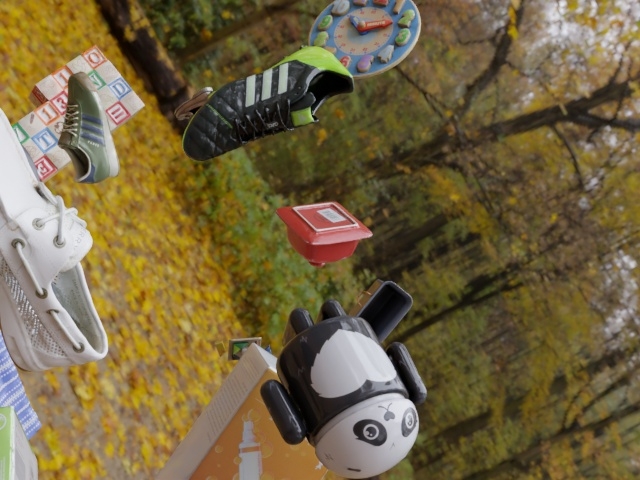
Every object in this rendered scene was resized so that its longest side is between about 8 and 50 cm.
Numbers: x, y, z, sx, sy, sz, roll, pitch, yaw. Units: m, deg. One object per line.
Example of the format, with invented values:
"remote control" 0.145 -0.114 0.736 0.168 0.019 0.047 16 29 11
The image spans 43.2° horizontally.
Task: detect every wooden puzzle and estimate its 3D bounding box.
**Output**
"wooden puzzle" -0.160 0.229 1.688 0.078 0.116 0.014 92 -13 -45

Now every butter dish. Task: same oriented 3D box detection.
"butter dish" 0.000 0.000 1.661 0.160 0.160 0.118 43 -47 46

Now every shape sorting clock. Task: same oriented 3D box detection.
"shape sorting clock" 0.077 -0.375 1.445 0.206 0.206 0.040 63 0 35

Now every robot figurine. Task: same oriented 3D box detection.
"robot figurine" 0.037 0.227 1.249 0.278 0.209 0.173 61 10 31

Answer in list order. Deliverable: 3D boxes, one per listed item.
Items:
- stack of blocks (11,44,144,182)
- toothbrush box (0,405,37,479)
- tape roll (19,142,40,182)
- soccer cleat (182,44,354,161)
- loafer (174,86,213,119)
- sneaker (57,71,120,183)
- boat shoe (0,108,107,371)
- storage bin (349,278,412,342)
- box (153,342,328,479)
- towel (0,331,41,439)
"stack of blocks" -0.559 -0.271 1.770 0.171 0.297 0.087 51 -28 -11
"toothbrush box" -0.482 0.293 0.920 0.206 0.283 0.122 105 -24 -57
"tape roll" -0.451 -0.054 0.958 0.219 0.219 0.072 63 -5 13
"soccer cleat" -0.048 -0.125 0.760 0.072 0.179 0.060 41 -23 33
"loafer" -0.273 -0.287 1.750 0.045 0.125 0.039 -17 81 -48
"sneaker" -0.414 -0.187 1.391 0.064 0.086 0.192 5 -64 44
"boat shoe" -0.251 -0.001 0.724 0.098 0.096 0.277 -84 169 -55
"storage bin" 0.117 0.145 1.757 0.098 0.135 0.091 39 0 -16
"box" -0.129 0.404 1.508 0.215 0.345 0.168 35 -1 -17
"towel" -0.654 0.302 1.544 0.243 0.040 0.336 -63 146 -59
